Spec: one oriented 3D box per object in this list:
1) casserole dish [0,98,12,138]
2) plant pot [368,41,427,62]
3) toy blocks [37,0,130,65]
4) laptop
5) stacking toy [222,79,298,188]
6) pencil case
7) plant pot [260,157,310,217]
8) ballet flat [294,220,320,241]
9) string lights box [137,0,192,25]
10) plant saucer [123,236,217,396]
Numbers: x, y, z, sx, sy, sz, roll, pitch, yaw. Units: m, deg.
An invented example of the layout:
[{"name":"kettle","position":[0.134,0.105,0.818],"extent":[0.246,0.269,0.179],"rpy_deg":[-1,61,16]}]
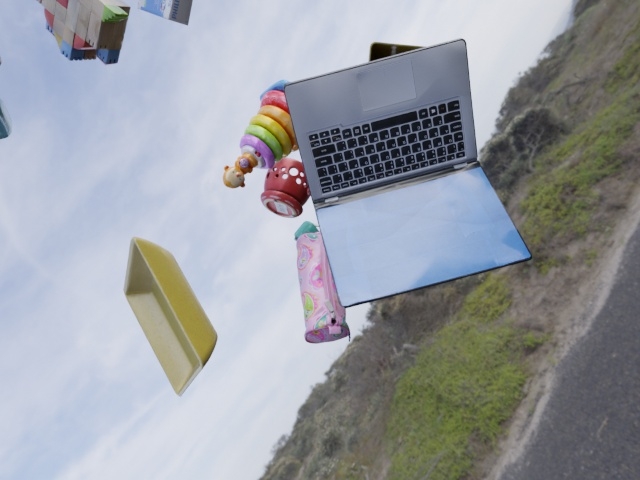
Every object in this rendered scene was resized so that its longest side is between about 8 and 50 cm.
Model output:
[{"name":"casserole dish","position":[-0.799,-0.281,1.038],"extent":[0.114,0.037,0.188],"rpy_deg":[-22,-3,-28]},{"name":"plant pot","position":[0.242,-0.506,1.416],"extent":[0.187,0.212,0.212],"rpy_deg":[-95,9,-73]},{"name":"toy blocks","position":[-0.773,-0.705,1.406],"extent":[0.261,0.381,0.191],"rpy_deg":[-56,-10,34]},{"name":"laptop","position":[0.164,-0.141,0.862],"extent":[0.236,0.382,0.408],"rpy_deg":[-106,1,-67]},{"name":"stacking toy","position":[-0.143,-0.244,1.106],"extent":[0.302,0.175,0.166],"rpy_deg":[-53,25,-23]},{"name":"pencil case","position":[0.005,0.118,1.116],"extent":[0.124,0.124,0.284],"rpy_deg":[101,165,-59]},{"name":"plant pot","position":[-0.129,-0.192,1.660],"extent":[0.191,0.191,0.174],"rpy_deg":[91,-161,-67]},{"name":"ballet flat","position":[0.000,0.000,1.353],"extent":[0.087,0.083,0.247],"rpy_deg":[-57,-26,-2]},{"name":"string lights box","position":[-0.541,-0.845,1.523],"extent":[0.077,0.259,0.133],"rpy_deg":[-4,-59,-46]},{"name":"plant saucer","position":[-0.363,0.186,1.071],"extent":[0.081,0.333,0.333],"rpy_deg":[-24,-15,-35]}]
